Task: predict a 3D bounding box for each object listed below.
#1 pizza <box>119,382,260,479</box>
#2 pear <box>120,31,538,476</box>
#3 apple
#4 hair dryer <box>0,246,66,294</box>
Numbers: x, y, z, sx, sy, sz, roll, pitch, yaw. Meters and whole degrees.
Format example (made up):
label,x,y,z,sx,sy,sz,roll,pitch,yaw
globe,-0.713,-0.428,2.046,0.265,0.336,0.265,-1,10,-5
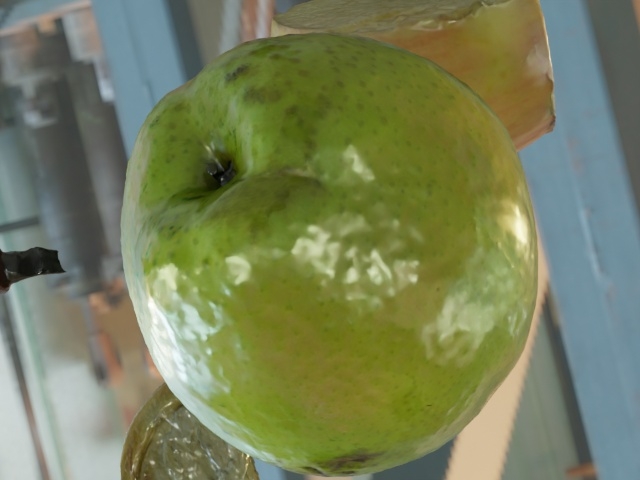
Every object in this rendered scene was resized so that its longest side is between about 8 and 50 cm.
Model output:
label,x,y,z,sx,sy,sz,roll,pitch,yaw
pizza,-0.148,0.295,1.951,0.181,0.262,0.034,-29,165,13
pear,0.000,0.000,1.371,0.391,0.391,0.391,-14,180,0
apple,0.105,-0.203,1.887,0.309,0.252,0.314,-14,153,1
hair dryer,-0.384,0.061,1.354,0.340,0.123,0.312,-12,172,-15
